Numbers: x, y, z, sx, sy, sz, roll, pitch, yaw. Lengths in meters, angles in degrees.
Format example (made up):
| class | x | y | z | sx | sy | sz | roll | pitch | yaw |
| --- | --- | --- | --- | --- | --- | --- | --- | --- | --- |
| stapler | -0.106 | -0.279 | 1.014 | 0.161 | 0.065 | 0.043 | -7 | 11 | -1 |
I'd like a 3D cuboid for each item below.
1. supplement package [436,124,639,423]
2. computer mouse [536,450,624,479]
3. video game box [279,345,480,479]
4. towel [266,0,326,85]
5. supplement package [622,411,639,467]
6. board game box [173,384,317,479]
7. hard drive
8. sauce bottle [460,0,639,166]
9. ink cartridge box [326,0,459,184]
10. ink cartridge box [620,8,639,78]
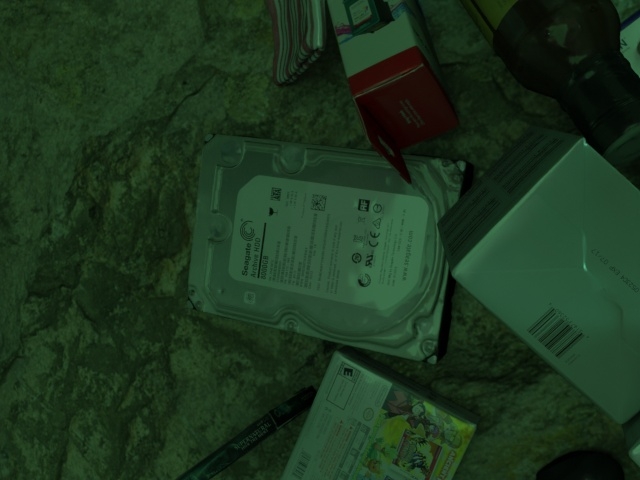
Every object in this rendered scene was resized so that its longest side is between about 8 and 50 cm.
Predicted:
| class | x | y | z | sx | sy | sz | roll | pitch | yaw |
| --- | --- | --- | --- | --- | --- | --- | --- | --- | --- |
| supplement package | 0.230 | 0.015 | 0.594 | 0.194 | 0.203 | 0.149 | 42 | 104 | -3 |
| computer mouse | 0.236 | 0.321 | 0.721 | 0.071 | 0.041 | 0.242 | 45 | 108 | 14 |
| video game box | 0.067 | 0.260 | 0.784 | 0.187 | 0.048 | 0.205 | 27 | 102 | 21 |
| towel | -0.033 | -0.266 | 0.738 | 0.029 | 0.197 | 0.144 | -6 | 93 | -15 |
| supplement package | 0.357 | 0.154 | 0.554 | 0.139 | 0.244 | 0.134 | 46 | 107 | 15 |
| board game box | -0.096 | 0.254 | 0.808 | 0.186 | 0.126 | 0.026 | -39 | 78 | 19 |
| hard drive | 0.000 | 0.000 | 0.793 | 0.339 | 0.064 | 0.236 | 10 | 96 | 22 |
| sauce bottle | 0.210 | -0.223 | 0.626 | 0.111 | 0.111 | 0.344 | -32 | 64 | 20 |
| ink cartridge box | 0.077 | -0.190 | 0.680 | 0.078 | 0.134 | 0.231 | -21 | 66 | 21 |
| ink cartridge box | 0.429 | -0.083 | 0.611 | 0.176 | 0.069 | 0.371 | -38 | 81 | 20 |
